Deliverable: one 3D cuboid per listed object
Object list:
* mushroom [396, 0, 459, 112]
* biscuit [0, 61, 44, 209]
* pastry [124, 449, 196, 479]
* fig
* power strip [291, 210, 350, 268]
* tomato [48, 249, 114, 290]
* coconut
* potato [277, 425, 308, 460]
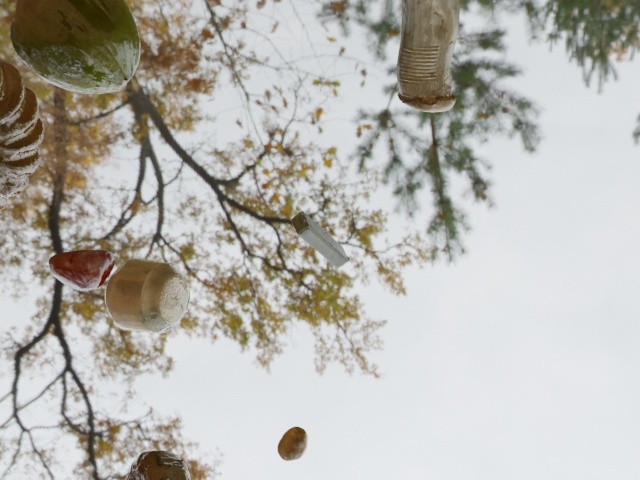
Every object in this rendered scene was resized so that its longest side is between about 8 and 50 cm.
[{"bbox_3d":[0.177,-0.385,1.075,0.123,0.351,0.095,-5,-146,11],"label":"mushroom"},{"bbox_3d":[-0.602,-0.164,1.003,0.326,0.325,0.107,-36,-135,-28],"label":"biscuit"},{"bbox_3d":[-0.375,0.610,1.450,0.257,0.121,0.235,-27,-122,48],"label":"pastry"},{"bbox_3d":[-0.655,-0.554,1.719,0.344,0.343,0.343,-9,-144,6],"label":"fig"},{"bbox_3d":[0.000,0.000,1.943,0.052,0.272,0.078,-36,-134,13],"label":"power strip"},{"bbox_3d":[-0.595,0.081,1.568,0.159,0.091,0.139,5,158,-40],"label":"tomato"},{"bbox_3d":[-0.497,0.153,1.761,0.234,0.224,0.224,3,-141,32],"label":"coconut"},{"bbox_3d":[-0.061,0.461,1.420,0.068,0.083,0.062,2,-137,-36],"label":"potato"}]
